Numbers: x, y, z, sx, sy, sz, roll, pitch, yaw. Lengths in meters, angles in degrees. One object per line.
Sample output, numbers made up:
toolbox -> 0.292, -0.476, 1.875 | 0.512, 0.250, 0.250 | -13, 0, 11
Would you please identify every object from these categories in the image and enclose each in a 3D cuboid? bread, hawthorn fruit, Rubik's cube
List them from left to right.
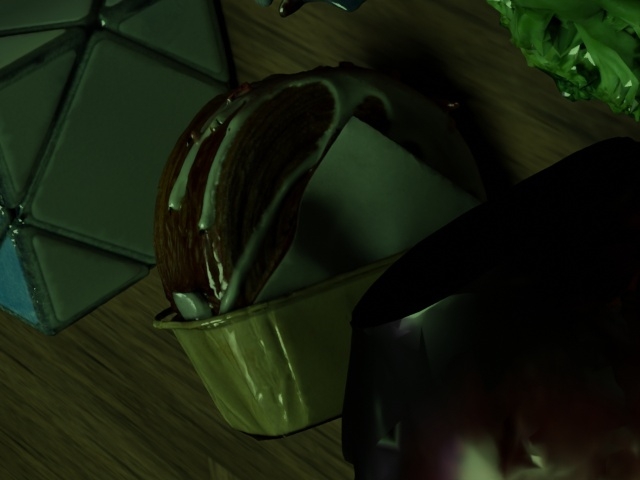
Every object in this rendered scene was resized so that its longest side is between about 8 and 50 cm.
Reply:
Rubik's cube -> -0.196, -0.090, 1.341 | 0.205, 0.207, 0.205 | 25, 136, 43
bread -> 0.000, 0.000, 1.141 | 0.142, 0.224, 0.212 | -10, 98, 64
hawthorn fruit -> 0.156, 0.100, 0.959 | 0.316, 0.316, 0.316 | 35, 144, 31

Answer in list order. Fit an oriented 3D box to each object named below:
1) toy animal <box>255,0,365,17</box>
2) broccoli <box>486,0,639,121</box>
toy animal -> -0.075, -0.214, 1.155 | 0.239, 0.176, 0.255 | 85, 162, -62
broccoli -> 0.142, -0.186, 0.734 | 0.307, 0.275, 0.308 | 7, 107, 23
